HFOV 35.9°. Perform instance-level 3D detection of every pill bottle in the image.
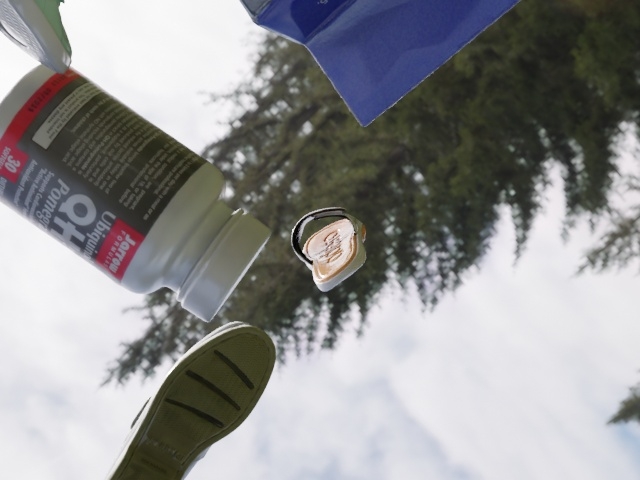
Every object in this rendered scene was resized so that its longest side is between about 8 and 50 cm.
[{"bbox_3d":[-0.220,-0.049,1.129,0.318,0.176,0.176,35,-154,-1],"label":"pill bottle"}]

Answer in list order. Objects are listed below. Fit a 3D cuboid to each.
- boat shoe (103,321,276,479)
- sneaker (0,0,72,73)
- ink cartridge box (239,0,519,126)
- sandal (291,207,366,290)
[{"bbox_3d":[-0.173,0.219,1.210,0.113,0.302,0.103,40,179,-14],"label":"boat shoe"},{"bbox_3d":[-0.264,-0.282,0.951,0.094,0.151,0.256,30,157,25],"label":"sneaker"},{"bbox_3d":[0.036,-0.276,0.573,0.307,0.303,0.072,55,-155,8],"label":"ink cartridge box"},{"bbox_3d":[0.009,-0.006,1.363,0.076,0.102,0.265,54,-178,-12],"label":"sandal"}]
